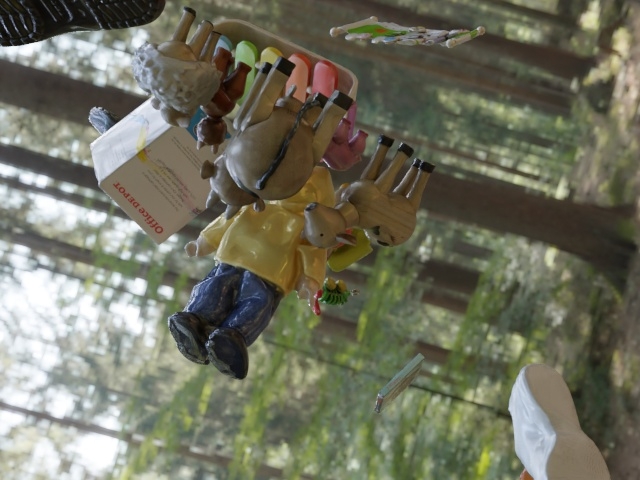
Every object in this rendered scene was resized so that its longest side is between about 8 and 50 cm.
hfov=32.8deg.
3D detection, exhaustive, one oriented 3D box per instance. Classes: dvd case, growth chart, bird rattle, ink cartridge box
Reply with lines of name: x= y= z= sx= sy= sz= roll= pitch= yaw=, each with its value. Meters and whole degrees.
dvd case: x=0.119 y=0.218 z=1.653 sx=0.087 sy=0.013 sz=0.119 roll=-41 pitch=-17 yaw=-16
growth chart: x=0.151 y=-0.362 z=1.900 sx=0.172 sy=0.237 sz=0.021 roll=-39 pitch=-45 yaw=-58
bird rattle: x=0.000 y=0.000 z=2.014 sx=0.253 sy=0.143 sz=0.207 roll=-41 pitch=-26 yaw=-54
ink cartridge box: x=-0.266 y=-0.149 z=1.944 sx=0.232 sy=0.171 sz=0.168 roll=-36 pitch=34 yaw=5

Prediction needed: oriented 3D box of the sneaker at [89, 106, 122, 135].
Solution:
sneaker: x=-0.410 y=-0.183 z=2.271 sx=0.106 sy=0.267 sz=0.101 roll=-52 pitch=-28 yaw=4

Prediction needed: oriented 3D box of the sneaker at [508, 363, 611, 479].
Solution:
sneaker: x=0.258 y=0.247 z=1.214 sx=0.212 sy=0.080 sz=0.094 roll=-98 pitch=23 yaw=-43

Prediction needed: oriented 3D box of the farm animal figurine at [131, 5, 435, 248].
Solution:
farm animal figurine: x=-0.043 y=-0.087 z=1.201 sx=0.172 sy=0.330 sz=0.327 roll=-62 pitch=-4 yaw=-1

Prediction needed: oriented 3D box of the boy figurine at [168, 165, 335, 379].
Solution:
boy figurine: x=-0.071 y=0.019 z=1.280 sx=0.092 sy=0.177 sz=0.285 roll=83 pitch=-150 yaw=-47

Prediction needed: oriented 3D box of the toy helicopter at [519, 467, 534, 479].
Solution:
toy helicopter: x=0.344 y=0.548 z=1.901 sx=0.355 sy=0.140 sz=0.235 roll=-39 pitch=-30 yaw=-27

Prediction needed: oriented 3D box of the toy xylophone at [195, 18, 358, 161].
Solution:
toy xylophone: x=-0.067 y=-0.241 z=1.835 sx=0.081 sy=0.322 sz=0.236 roll=-48 pitch=-30 yaw=-38

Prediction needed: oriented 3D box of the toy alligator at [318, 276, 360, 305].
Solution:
toy alligator: x=0.037 y=0.124 z=2.438 sx=0.056 sy=0.189 sz=0.051 roll=-34 pitch=61 yaw=28

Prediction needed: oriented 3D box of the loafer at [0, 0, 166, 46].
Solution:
loafer: x=-0.357 y=-0.342 z=1.419 sx=0.134 sy=0.365 sz=0.130 roll=71 pitch=-154 yaw=-53
